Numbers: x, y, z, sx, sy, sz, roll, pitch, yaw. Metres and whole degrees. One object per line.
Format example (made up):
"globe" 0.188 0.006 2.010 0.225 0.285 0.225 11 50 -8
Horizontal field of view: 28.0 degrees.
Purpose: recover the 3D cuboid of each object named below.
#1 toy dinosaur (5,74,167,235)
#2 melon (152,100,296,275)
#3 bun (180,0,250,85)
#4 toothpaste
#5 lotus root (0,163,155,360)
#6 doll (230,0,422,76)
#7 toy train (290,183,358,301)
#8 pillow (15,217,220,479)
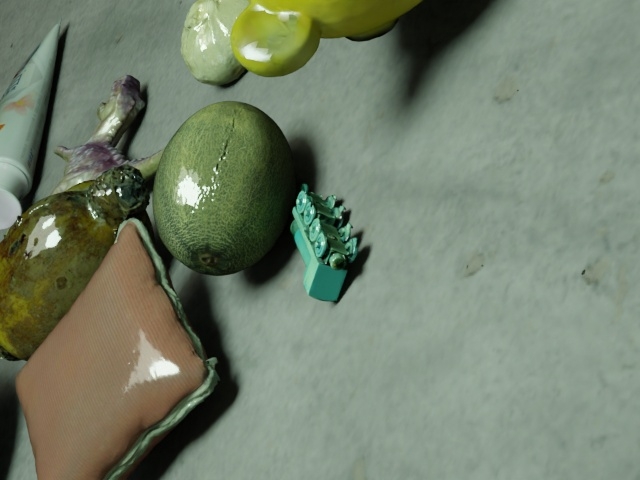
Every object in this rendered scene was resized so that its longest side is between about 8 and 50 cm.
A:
"toy dinosaur" -0.189 -0.062 1.136 0.200 0.072 0.251 -51 19 0
"melon" -0.065 -0.038 0.876 0.098 0.098 0.131 -30 43 45
"bun" -0.087 -0.172 1.070 0.086 0.054 0.086 -38 38 37
"toothpaste" -0.344 -0.138 1.468 0.100 0.066 0.323 -44 28 30
"lotus root" -0.195 0.022 1.023 0.209 0.120 0.120 -48 31 28
"doll" 0.034 -0.335 0.830 0.423 0.161 0.348 -41 63 1
"toy train" 0.000 0.000 0.810 0.092 0.029 0.045 -115 42 -60
"pillow" -0.149 0.100 0.911 0.179 0.075 0.171 -49 43 19
